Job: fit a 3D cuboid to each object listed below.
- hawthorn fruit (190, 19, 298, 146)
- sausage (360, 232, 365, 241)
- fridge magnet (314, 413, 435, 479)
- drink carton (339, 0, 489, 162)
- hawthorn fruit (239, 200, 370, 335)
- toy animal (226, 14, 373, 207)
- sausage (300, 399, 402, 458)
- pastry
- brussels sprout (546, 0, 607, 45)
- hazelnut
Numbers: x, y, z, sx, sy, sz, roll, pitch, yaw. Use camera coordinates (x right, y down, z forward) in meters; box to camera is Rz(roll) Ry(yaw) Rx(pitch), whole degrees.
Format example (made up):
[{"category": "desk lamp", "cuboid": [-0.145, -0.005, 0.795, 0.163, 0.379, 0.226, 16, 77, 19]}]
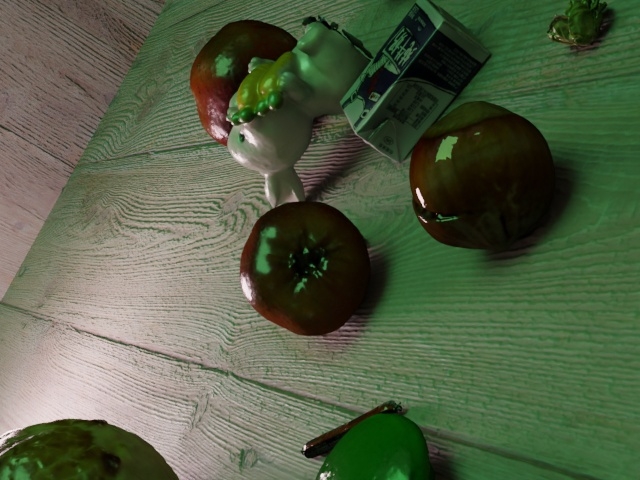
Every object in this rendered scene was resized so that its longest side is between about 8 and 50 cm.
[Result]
[{"category": "hawthorn fruit", "cuboid": [-0.143, -0.300, 2.063, 0.254, 0.254, 0.300, -57, 40, 2]}, {"category": "sausage", "cuboid": [0.000, 0.000, 1.726, 0.269, 0.033, 0.033, 2, 63, 62]}, {"category": "fridge magnet", "cuboid": [0.054, 0.295, 1.221, 0.208, 0.088, 0.208, -44, 27, 29]}, {"category": "drink carton", "cuboid": [0.140, -0.247, 1.677, 0.222, 0.102, 0.134, -52, 28, 17]}, {"category": "hawthorn fruit", "cuboid": [-0.024, 0.039, 1.581, 0.196, 0.196, 0.225, -61, 2, -6]}, {"category": "toy animal", "cuboid": [-0.044, -0.219, 1.818, 0.310, 0.247, 0.183, -52, 47, 6]}, {"category": "sausage", "cuboid": [0.037, 0.244, 1.389, 0.198, 0.025, 0.028, -34, 2, 40]}, {"category": "pastry", "cuboid": [-0.391, 0.443, 1.612, 0.388, 0.312, 0.388, -48, 23, 29]}, {"category": "brussels sprout", "cuboid": [0.338, -0.283, 1.405, 0.085, 0.058, 0.085, -50, -8, -10]}, {"category": "hazelnut", "cuboid": [0.196, -0.078, 1.317, 0.182, 0.182, 0.182, -42, 29, 30]}]
